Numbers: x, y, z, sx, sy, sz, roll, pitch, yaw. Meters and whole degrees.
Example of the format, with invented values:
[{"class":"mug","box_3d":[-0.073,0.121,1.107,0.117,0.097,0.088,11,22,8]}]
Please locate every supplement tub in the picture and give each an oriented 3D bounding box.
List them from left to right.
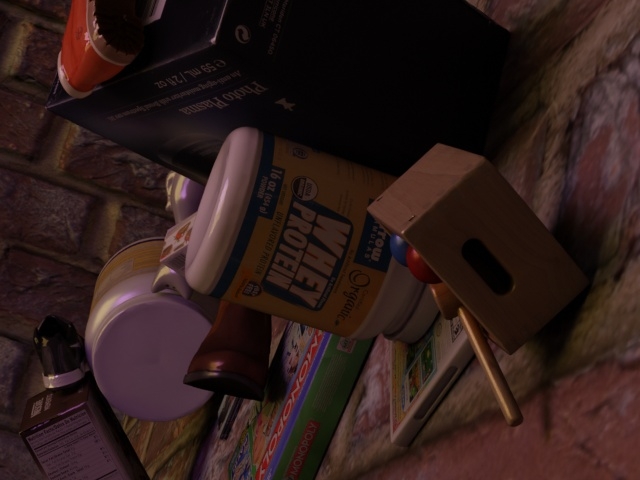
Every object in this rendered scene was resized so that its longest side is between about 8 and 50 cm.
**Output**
[{"class":"supplement tub","box_3d":[-0.269,0.144,1.929,0.331,0.241,0.241,-113,44,-73]},{"class":"supplement tub","box_3d":[0.000,0.000,0.957,0.144,0.200,0.144,-162,90,-78]}]

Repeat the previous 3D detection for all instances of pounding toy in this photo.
[{"class":"pounding toy","box_3d":[0.103,0.024,0.760,0.100,0.141,0.130,-42,13,0]}]

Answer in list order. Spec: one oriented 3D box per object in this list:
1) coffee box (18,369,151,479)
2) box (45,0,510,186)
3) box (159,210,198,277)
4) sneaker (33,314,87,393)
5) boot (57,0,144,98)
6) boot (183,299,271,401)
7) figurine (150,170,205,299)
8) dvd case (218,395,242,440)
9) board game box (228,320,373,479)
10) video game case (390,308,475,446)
[{"class":"coffee box","box_3d":[-0.352,0.377,1.825,0.119,0.297,0.168,-26,13,-3]},{"class":"box","box_3d":[-0.040,-0.156,1.058,0.296,0.294,0.182,-7,63,52]},{"class":"box","box_3d":[-0.100,-0.038,1.599,0.324,0.067,0.063,-30,38,39]},{"class":"sneaker","box_3d":[-0.423,0.165,1.876,0.234,0.078,0.106,-134,31,-76]},{"class":"boot","box_3d":[-0.193,-0.194,0.977,0.084,0.059,0.158,-40,42,38]},{"class":"boot","box_3d":[-0.075,0.041,1.339,0.264,0.096,0.280,42,-119,-83]},{"class":"figurine","box_3d":[-0.151,-0.002,1.760,0.092,0.215,0.209,51,-134,-63]},{"class":"dvd case","box_3d":[-0.128,0.228,1.718,0.087,0.013,0.119,-104,36,-69]},{"class":"board game box","box_3d":[-0.025,0.176,1.267,0.213,0.046,0.317,-106,37,-71]},{"class":"video game case","box_3d":[0.094,0.070,0.962,0.157,0.019,0.143,-87,19,-49]}]
